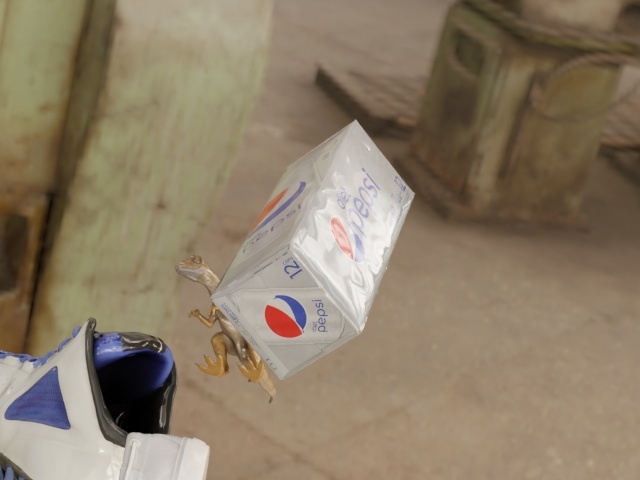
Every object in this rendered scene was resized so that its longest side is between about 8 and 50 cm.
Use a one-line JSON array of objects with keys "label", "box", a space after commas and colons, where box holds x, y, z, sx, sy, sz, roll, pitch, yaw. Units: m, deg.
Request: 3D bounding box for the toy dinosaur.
[{"label": "toy dinosaur", "box": [-0.075, 0.107, 1.474, 0.064, 0.211, 0.112, -19, 26, 15]}]

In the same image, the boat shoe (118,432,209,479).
[{"label": "boat shoe", "box": [-0.114, 0.192, 0.861, 0.063, 0.066, 0.184, 12, 58, 3]}]

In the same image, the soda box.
[{"label": "soda box", "box": [0.000, 0.000, 1.301, 0.098, 0.091, 0.286, 50, 26, -13]}]

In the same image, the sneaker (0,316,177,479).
[{"label": "sneaker", "box": [-0.212, 0.136, 1.242, 0.127, 0.182, 0.315, 29, 4, -45]}]
